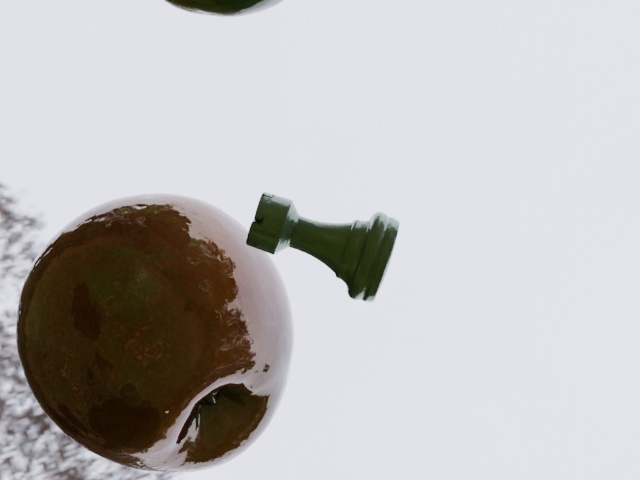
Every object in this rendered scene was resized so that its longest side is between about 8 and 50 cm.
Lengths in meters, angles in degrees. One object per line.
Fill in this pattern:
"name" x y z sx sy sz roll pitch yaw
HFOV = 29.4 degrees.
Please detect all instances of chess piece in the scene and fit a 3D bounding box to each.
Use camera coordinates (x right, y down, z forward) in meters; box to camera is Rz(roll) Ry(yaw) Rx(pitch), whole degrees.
"chess piece" 0.000 0.000 0.887 0.103 0.067 0.067 18 -69 -2

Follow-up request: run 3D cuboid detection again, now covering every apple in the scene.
"apple" -0.135 0.088 1.059 0.253 0.253 0.253 6 -79 36

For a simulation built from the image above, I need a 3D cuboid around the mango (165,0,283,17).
"mango" -0.092 -0.251 1.058 0.137 0.237 0.091 -18 -61 1
